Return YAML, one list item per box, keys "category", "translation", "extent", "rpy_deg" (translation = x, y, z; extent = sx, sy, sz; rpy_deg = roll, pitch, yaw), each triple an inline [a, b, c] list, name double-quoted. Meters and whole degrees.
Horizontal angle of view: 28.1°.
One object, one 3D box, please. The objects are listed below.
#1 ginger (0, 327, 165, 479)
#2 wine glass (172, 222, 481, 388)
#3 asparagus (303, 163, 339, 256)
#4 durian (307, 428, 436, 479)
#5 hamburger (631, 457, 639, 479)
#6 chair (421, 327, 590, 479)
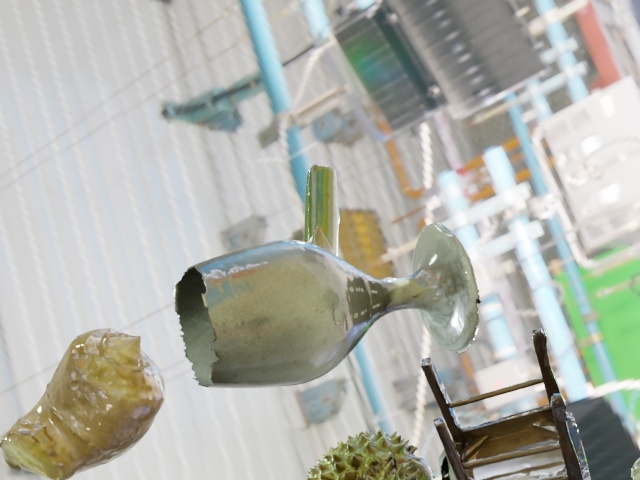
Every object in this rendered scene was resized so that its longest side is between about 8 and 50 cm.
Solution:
- category: "ginger"
  translation: [-0.286, 0.211, 1.593]
  extent: [0.138, 0.267, 0.152]
  rpy_deg: [44, -165, 12]
- category: "wine glass"
  translation: [0.005, 0.056, 1.086]
  extent: [0.241, 0.126, 0.126]
  rpy_deg: [-9, -107, -22]
- category: "asparagus"
  translation: [0.000, 0.000, 1.402]
  extent: [0.045, 0.041, 0.178]
  rpy_deg: [36, -133, -47]
- category: "durian"
  translation: [0.072, 0.430, 1.931]
  extent: [0.291, 0.224, 0.291]
  rpy_deg: [-6, -90, -69]
- category: "hamburger"
  translation: [0.177, 0.062, 0.484]
  extent: [0.054, 0.121, 0.084]
  rpy_deg: [43, -144, 18]
- category: "chair"
  translation: [0.238, 0.290, 1.589]
  extent: [0.160, 0.186, 0.319]
  rpy_deg: [-94, -13, -58]
